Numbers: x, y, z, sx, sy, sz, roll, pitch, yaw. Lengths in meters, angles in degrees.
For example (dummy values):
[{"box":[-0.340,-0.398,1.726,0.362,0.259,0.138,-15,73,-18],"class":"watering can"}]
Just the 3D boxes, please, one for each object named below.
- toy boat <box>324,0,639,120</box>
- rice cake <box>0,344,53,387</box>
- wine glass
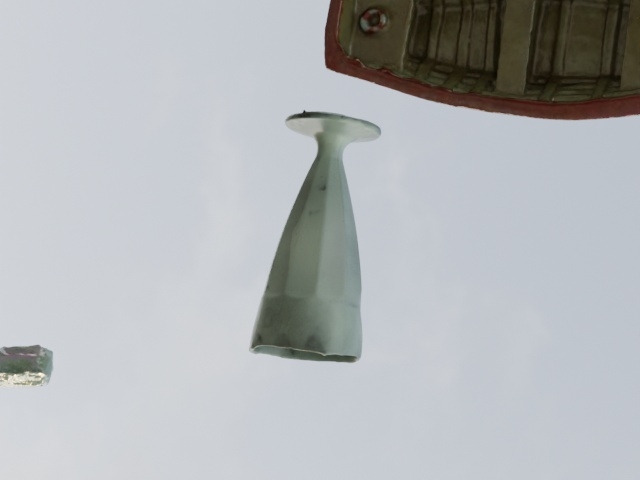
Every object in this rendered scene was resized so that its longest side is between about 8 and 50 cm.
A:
[{"box":[0.195,-0.143,1.095,0.392,0.079,0.136,6,-99,19],"class":"toy boat"},{"box":[-0.340,0.112,1.400,0.033,0.207,0.033,88,2,-49],"class":"rice cake"},{"box":[0.000,0.000,1.012,0.073,0.073,0.155,-3,-106,43],"class":"wine glass"}]
